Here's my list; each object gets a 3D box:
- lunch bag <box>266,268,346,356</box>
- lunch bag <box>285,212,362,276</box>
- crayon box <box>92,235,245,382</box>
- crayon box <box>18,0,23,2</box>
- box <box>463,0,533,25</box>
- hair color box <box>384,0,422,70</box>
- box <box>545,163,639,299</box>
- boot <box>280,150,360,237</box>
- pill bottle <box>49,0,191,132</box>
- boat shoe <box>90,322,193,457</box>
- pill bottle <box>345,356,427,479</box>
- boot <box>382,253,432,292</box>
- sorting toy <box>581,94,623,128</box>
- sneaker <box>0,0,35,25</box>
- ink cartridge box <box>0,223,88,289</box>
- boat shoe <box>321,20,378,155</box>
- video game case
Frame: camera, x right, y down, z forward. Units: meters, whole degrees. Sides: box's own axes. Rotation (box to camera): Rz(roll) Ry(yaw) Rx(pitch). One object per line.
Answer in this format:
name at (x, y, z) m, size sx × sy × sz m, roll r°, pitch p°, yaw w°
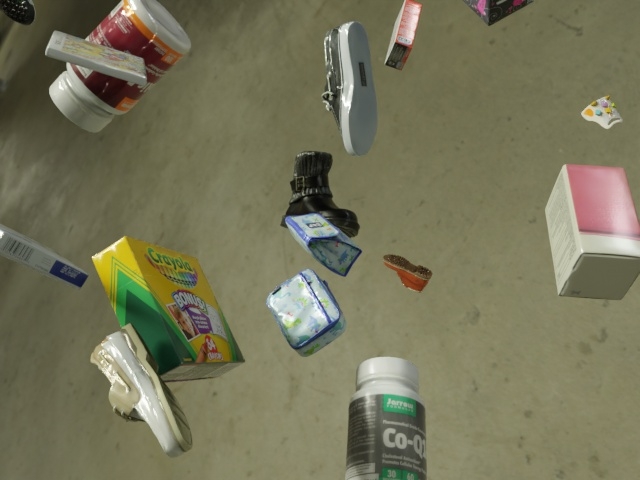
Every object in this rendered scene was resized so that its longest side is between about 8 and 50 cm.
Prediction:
lunch bag at (-0.038, 0.196, 1.838) m, size 0.176 × 0.090 × 0.219 m, roll -33°, pitch 51°, yaw 2°
lunch bag at (0.000, 0.000, 1.530) m, size 0.096 × 0.151 × 0.129 m, roll -59°, pitch 37°, yaw 9°
crayon box at (-0.347, 0.172, 1.572) m, size 0.106 × 0.363 × 0.313 m, roll -29°, pitch 75°, yaw 8°
crayon box at (-0.583, -0.649, 1.388) m, size 0.278 × 0.081 × 0.165 m, roll -46°, pitch 44°, yaw 5°
box at (0.416, -0.674, 1.579) m, size 0.142 × 0.247 × 0.163 m, roll -29°, pitch 60°, yaw -3°
hair color box at (0.223, -0.552, 1.771) m, size 0.093 × 0.053 × 0.167 m, roll 117°, pitch 171°, yaw -62°
box at (0.540, -0.018, 1.313) m, size 0.148 × 0.127 × 0.232 m, roll 90°, pitch -176°, yaw -52°
boot at (0.011, -0.152, 2.074) m, size 0.348 × 0.131 × 0.260 m, roll 9°, pitch 81°, yaw 48°
pill bottle at (-0.588, -0.513, 1.927) m, size 0.392 × 0.224 × 0.224 m, roll -40°, pitch 40°, yaw 15°
boat shoe at (-0.340, 0.295, 1.249) m, size 0.103 × 0.113 × 0.302 m, roll -32°, pitch 51°, yaw -12°
pill bottle at (0.170, 0.499, 1.699) m, size 0.204 × 0.204 × 0.361 m, roll -32°, pitch 40°, yaw 39°
boot at (0.254, 0.103, 2.013) m, size 0.059 × 0.158 × 0.084 m, roll -45°, pitch -22°, yaw -51°
sorting toy at (0.704, -0.311, 1.625) m, size 0.075 × 0.083 × 0.045 m, roll 60°, pitch 166°, yaw 20°
sneaker at (-0.770, -0.631, 1.684) m, size 0.234 × 0.097 × 0.084 m, roll 48°, pitch 116°, yaw 20°
ink cartridge box at (-0.612, 0.008, 1.327) m, size 0.224 × 0.223 × 0.045 m, roll 22°, pitch 79°, yaw 33°
boat shoe at (0.056, -0.346, 1.539) m, size 0.105 × 0.113 × 0.306 m, roll -2°, pitch 98°, yaw 42°
video game case at (-0.542, -0.447, 1.612) m, size 0.026 × 0.227 × 0.206 m, roll -67°, pitch 25°, yaw 20°
